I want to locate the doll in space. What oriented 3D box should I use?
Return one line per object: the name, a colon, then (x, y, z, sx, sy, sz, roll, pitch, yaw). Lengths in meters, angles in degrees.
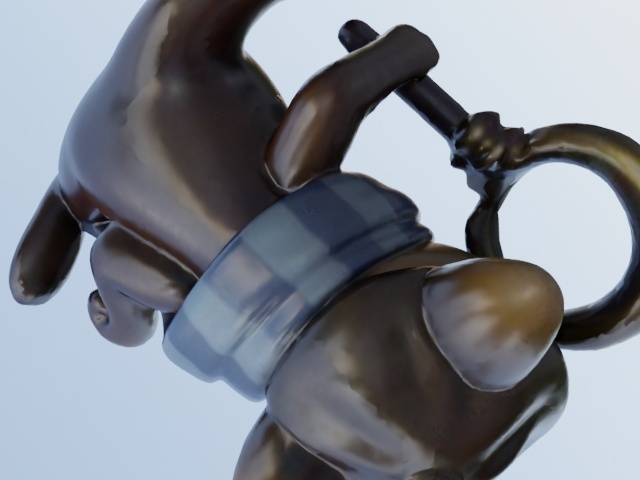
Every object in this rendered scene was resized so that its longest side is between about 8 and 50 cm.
doll: (0.001, 0.000, 0.779, 0.340, 0.318, 0.209, 47, -171, 27)
